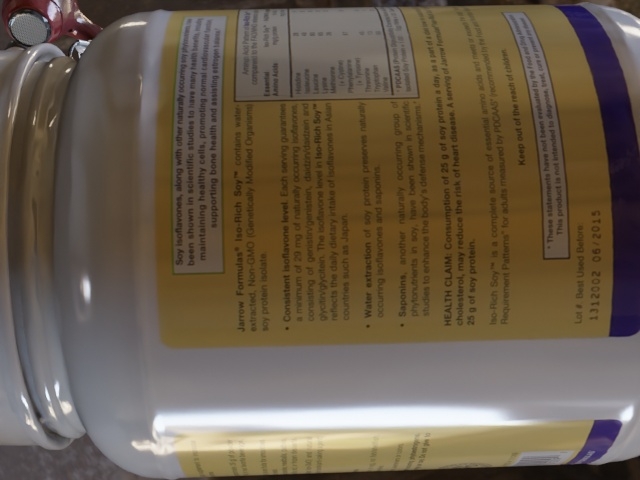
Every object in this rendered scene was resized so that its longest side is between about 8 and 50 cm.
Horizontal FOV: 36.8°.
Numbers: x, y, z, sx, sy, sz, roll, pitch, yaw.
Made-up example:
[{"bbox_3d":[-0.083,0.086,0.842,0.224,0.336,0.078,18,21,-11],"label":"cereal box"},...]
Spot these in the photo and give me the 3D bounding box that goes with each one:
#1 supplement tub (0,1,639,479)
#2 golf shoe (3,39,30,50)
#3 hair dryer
[{"bbox_3d":[0.000,0.000,0.505,0.331,0.241,0.241,-1,97,-2],"label":"supplement tub"},{"bbox_3d":[-0.462,-0.197,1.427,0.077,0.094,0.198,17,118,-8],"label":"golf shoe"},{"bbox_3d":[-0.303,-0.253,1.215,0.223,0.080,0.293,3,60,-63],"label":"hair dryer"}]
